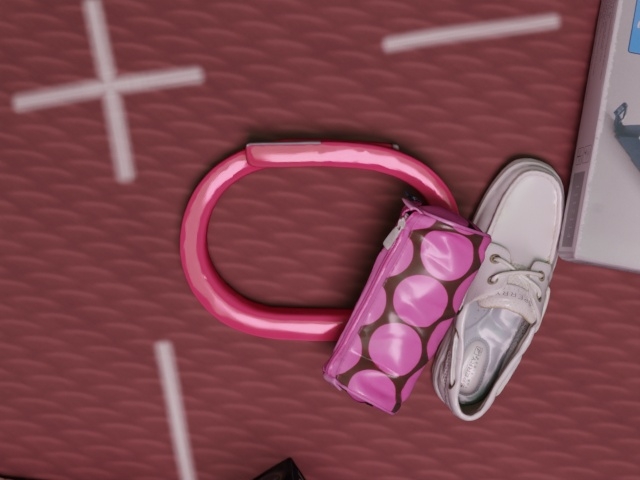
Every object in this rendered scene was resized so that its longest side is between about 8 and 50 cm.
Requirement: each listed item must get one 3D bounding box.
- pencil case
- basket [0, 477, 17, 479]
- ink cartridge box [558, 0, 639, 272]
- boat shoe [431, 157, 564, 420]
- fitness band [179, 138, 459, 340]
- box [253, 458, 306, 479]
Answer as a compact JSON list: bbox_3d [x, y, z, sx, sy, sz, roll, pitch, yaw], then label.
[{"bbox_3d":[0.076,0.064,0.858,0.098,0.095,0.209,17,101,-40],"label":"pencil case"},{"bbox_3d":[-0.289,0.441,0.843,0.266,0.328,0.331,10,99,2],"label":"basket"},{"bbox_3d":[0.392,-0.104,0.874,0.261,0.066,0.296,10,90,-2],"label":"ink cartridge box"},{"bbox_3d":[0.191,0.055,0.900,0.098,0.096,0.277,14,98,-2],"label":"boat shoe"},{"bbox_3d":[0.000,0.000,0.915,0.291,0.054,0.209,1,101,0],"label":"fitness band"},{"bbox_3d":[0.048,0.438,0.847,0.097,0.318,0.395,-33,99,3],"label":"box"}]
